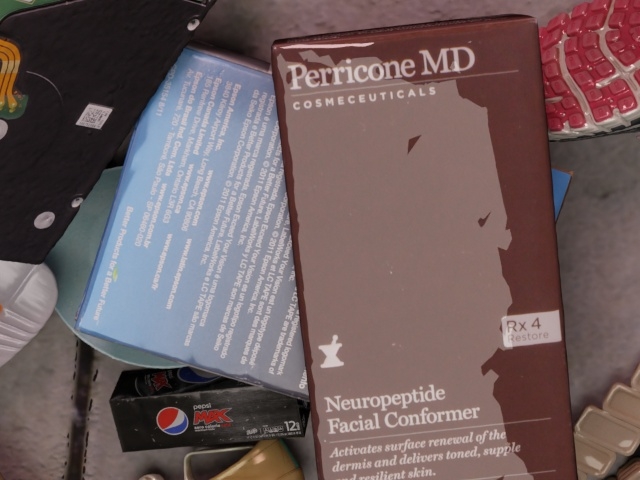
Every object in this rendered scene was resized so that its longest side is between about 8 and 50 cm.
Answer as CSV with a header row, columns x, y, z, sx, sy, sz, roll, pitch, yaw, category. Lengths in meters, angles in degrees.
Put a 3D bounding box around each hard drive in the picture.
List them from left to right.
x,y,z,sx,sy,sz,roll,pitch,yaw,category
-0.220,-0.135,1.231,0.237,0.064,0.339,8,127,-47,hard drive

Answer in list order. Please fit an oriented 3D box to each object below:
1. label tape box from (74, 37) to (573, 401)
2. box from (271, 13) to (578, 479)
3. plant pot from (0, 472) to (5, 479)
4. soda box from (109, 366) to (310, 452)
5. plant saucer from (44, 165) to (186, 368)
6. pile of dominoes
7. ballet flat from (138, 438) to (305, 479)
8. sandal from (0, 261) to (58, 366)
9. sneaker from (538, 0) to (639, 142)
x,y,z,sx,sy,sz,roll,pitch,yaw,category
0.000,0.000,1.377,0.334,0.106,0.240,18,98,-4,label tape box
0.077,0.033,1.261,0.191,0.143,0.381,-7,96,0,box
-0.338,0.338,1.567,0.257,0.256,0.274,-9,97,12,plant pot
-0.097,0.144,1.524,0.169,0.053,0.060,-6,114,10,soda box
-0.142,0.018,1.479,0.195,0.037,0.195,3,115,7,plant saucer
0.321,0.181,1.510,0.251,0.040,0.196,-41,104,14,pile of dominoes
-0.123,0.234,1.573,0.232,0.080,0.073,-22,83,14,ballet flat
-0.328,0.083,1.513,0.102,0.076,0.265,39,117,-16,sandal
0.281,-0.123,1.317,0.299,0.120,0.112,-12,144,21,sneaker
